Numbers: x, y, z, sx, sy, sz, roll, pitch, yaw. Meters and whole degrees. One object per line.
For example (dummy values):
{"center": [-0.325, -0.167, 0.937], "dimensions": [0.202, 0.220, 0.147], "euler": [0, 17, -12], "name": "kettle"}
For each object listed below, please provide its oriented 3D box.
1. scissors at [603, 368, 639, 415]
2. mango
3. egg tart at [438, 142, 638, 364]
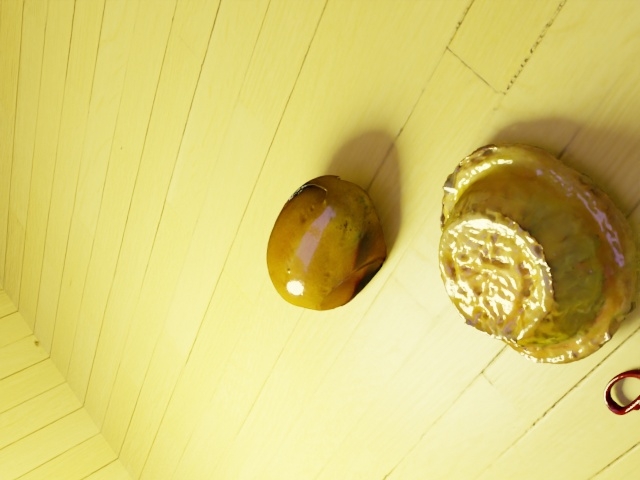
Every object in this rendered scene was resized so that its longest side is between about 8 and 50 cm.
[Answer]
{"center": [0.425, 0.141, 0.846], "dimensions": [0.144, 0.017, 0.248], "euler": [37, 131, 29], "name": "scissors"}
{"center": [0.000, 0.000, 1.149], "dimensions": [0.166, 0.136, 0.236], "euler": [54, 134, 18], "name": "mango"}
{"center": [0.239, 0.022, 0.918], "dimensions": [0.288, 0.118, 0.288], "euler": [25, 124, 43], "name": "egg tart"}
